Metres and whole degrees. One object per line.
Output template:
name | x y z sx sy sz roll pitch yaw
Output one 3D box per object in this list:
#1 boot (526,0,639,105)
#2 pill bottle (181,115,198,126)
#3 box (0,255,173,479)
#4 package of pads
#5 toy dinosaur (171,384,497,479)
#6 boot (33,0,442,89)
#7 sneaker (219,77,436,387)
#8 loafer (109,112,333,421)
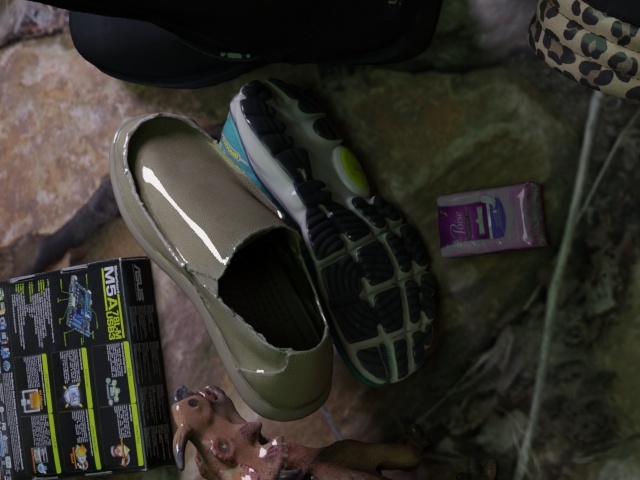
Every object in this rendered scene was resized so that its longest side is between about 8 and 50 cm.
boot | 0.321 -0.205 1.024 0.377 0.138 0.284 12 127 0
pill bottle | -0.112 -0.028 1.385 0.078 0.078 0.137 -37 72 30
box | -0.223 0.119 1.492 0.184 0.045 0.190 -11 85 33
package of pads | 0.129 -0.015 1.244 0.083 0.032 0.050 -8 85 35
toy dinosaur | 0.027 0.216 1.222 0.296 0.200 0.127 24 105 32
boot | -0.174 -0.199 1.198 0.367 0.445 0.146 -2 90 35
sneaker | 0.000 0.000 1.313 0.275 0.107 0.110 62 141 22
loafer | -0.064 0.004 1.234 0.268 0.102 0.092 56 147 14
